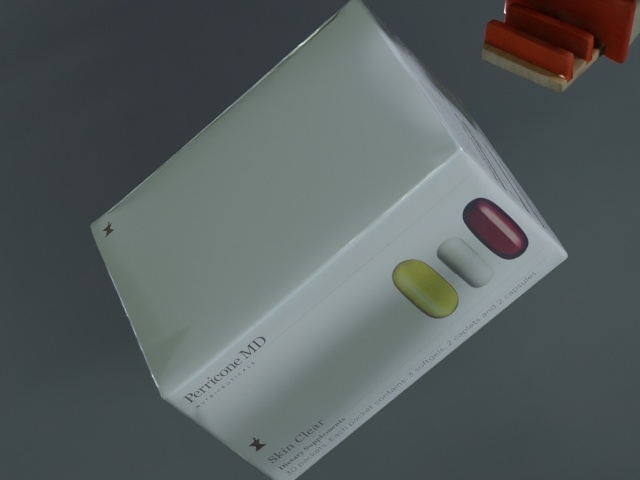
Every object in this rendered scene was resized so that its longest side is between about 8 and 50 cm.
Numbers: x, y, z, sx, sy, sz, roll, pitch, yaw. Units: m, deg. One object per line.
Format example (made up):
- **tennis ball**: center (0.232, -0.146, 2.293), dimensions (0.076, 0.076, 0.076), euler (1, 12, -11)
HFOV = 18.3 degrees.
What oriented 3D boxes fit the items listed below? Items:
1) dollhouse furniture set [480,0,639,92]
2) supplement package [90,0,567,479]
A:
- **dollhouse furniture set**: center (0.188, -0.245, 1.349), dimensions (0.135, 0.262, 0.259), euler (-41, -33, -40)
- **supplement package**: center (0.000, 0.000, 1.395), dimensions (0.262, 0.145, 0.204), euler (-41, 41, 10)
